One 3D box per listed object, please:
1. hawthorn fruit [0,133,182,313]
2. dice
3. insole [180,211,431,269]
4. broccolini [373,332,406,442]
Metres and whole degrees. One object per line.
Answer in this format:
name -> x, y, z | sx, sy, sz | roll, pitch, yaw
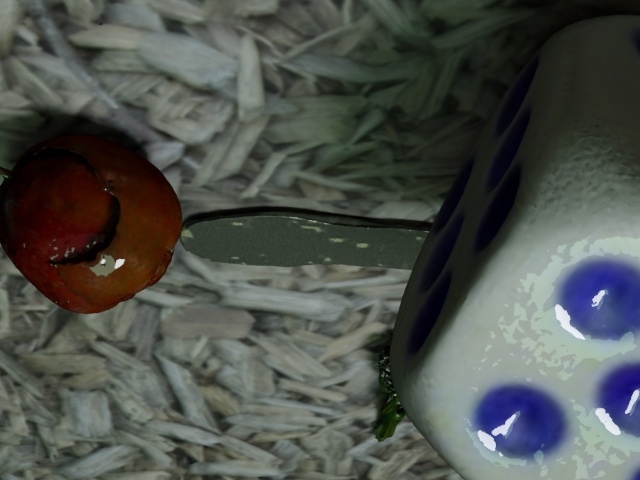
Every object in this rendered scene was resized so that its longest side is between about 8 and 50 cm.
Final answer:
hawthorn fruit -> -0.200, -0.022, 1.594 | 0.172, 0.148, 0.148 | 39, 131, -20
dice -> 0.249, 0.035, 1.477 | 0.304, 0.277, 0.304 | 25, 129, -8
insole -> 0.000, 0.000, 1.720 | 0.247, 0.011, 0.081 | 4, 145, -3
broccolini -> 0.081, 0.162, 1.902 | 0.074, 0.058, 0.201 | 10, 143, 0
